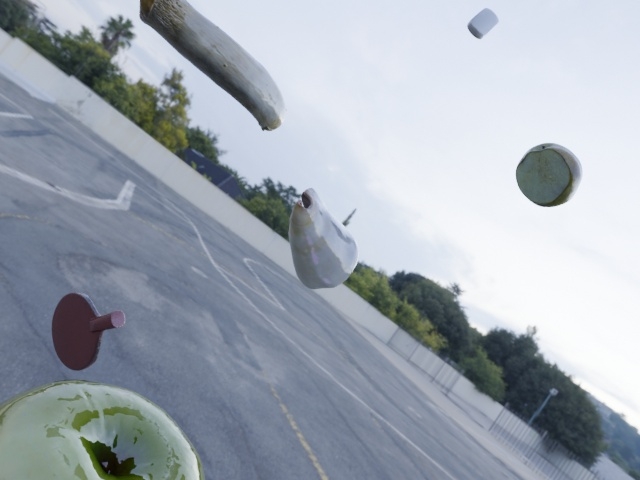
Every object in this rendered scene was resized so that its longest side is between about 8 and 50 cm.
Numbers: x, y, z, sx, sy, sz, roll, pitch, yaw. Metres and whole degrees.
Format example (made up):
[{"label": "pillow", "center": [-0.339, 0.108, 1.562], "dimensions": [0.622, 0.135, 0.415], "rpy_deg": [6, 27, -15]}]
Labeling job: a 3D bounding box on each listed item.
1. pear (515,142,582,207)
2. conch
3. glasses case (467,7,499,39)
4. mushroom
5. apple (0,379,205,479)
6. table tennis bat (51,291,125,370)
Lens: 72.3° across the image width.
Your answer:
[{"label": "pear", "center": [0.508, -0.146, 0.957], "dimensions": [0.141, 0.103, 0.141], "rpy_deg": [35, -46, 46]}, {"label": "conch", "center": [-0.009, -0.002, 0.590], "dimensions": [0.094, 0.105, 0.176], "rpy_deg": [10, -30, 41]}, {"label": "glasses case", "center": [0.473, -0.631, 1.272], "dimensions": [0.063, 0.164, 0.041], "rpy_deg": [45, -38, -3]}, {"label": "mushroom", "center": [-0.195, -0.352, 0.860], "dimensions": [0.351, 0.095, 0.122], "rpy_deg": [41, -22, -32]}, {"label": "apple", "center": [-0.257, 0.290, 0.446], "dimensions": [0.279, 0.279, 0.279], "rpy_deg": [36, -4, 3]}, {"label": "table tennis bat", "center": [-0.601, 0.224, 1.111], "dimensions": [0.309, 0.201, 0.038], "rpy_deg": [-17, -8, 31]}]
